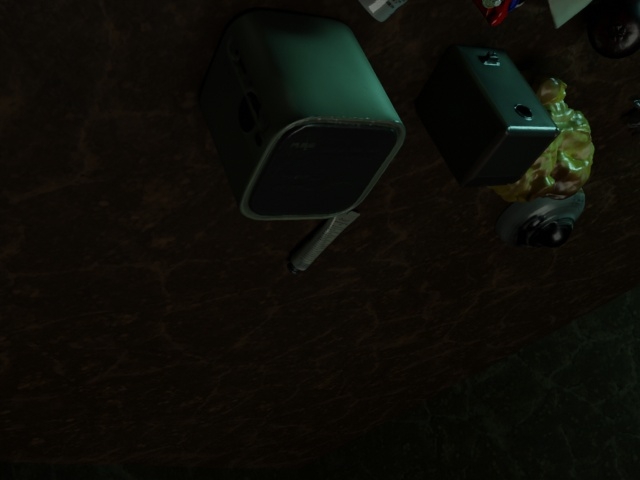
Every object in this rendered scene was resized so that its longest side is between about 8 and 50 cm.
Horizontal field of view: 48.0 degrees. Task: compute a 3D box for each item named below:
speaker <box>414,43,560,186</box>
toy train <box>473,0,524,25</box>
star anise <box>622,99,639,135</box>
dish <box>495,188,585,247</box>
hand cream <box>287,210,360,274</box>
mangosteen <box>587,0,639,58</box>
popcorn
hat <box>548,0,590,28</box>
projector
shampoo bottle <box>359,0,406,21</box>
[{"bbox_3d":[0.323,-0.242,1.416,0.153,0.231,0.192,-4,146,-30],"label":"speaker"},{"bbox_3d":[0.325,-0.469,1.196,0.131,0.082,0.204,-18,151,-12],"label":"toy train"},{"bbox_3d":[0.872,-0.323,1.834,0.208,0.063,0.172,-20,152,-5],"label":"star anise"},{"bbox_3d":[0.659,-0.040,2.087,0.273,0.134,0.273,-16,150,-9],"label":"dish"},{"bbox_3d":[0.000,0.000,1.792,0.080,0.050,0.234,14,130,-46],"label":"hand cream"},{"bbox_3d":[0.596,-0.430,1.427,0.140,0.140,0.140,-17,150,-10],"label":"mangosteen"},{"bbox_3d":[0.458,-0.220,1.581,0.265,0.225,0.332,-32,131,-10],"label":"popcorn"},{"bbox_3d":[0.501,-0.468,1.243,0.226,0.164,0.219,-59,147,-4],"label":"hat"},{"bbox_3d":[-0.038,-0.204,1.212,0.248,0.249,0.248,-3,145,-33],"label":"projector"},{"bbox_3d":[0.180,-0.466,1.089,0.303,0.092,0.092,-38,148,25],"label":"shampoo bottle"}]
